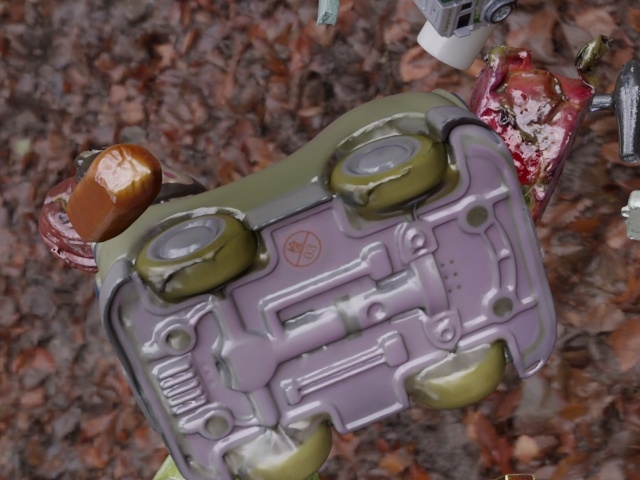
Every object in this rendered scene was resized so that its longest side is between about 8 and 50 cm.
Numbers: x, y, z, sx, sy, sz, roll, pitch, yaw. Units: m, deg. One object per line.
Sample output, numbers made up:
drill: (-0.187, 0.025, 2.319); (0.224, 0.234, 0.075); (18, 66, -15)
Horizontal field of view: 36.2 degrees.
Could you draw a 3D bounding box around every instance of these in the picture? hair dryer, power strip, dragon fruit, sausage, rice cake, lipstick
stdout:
hair dryer: (0.483, -0.220, 1.752); (0.219, 0.075, 0.195); (-5, 61, 35)
power strip: (0.529, -0.026, 1.393); (0.192, 0.081, 0.035); (8, 54, 21)
dragon fruit: (0.208, -0.112, 1.093); (0.147, 0.211, 0.282); (21, 114, 13)
sausage: (-0.124, -0.027, 0.585); (0.041, 0.039, 0.131); (61, 156, -2)
rice cake: (0.014, -0.393, 1.513); (0.042, 0.030, 0.180); (119, 161, -47)
lipstick: (0.246, -0.385, 1.293); (0.087, 0.087, 0.326); (50, 122, 32)

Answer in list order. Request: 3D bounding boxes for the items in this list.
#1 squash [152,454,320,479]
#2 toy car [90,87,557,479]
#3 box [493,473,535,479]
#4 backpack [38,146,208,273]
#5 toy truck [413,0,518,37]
squash: (-0.088, 0.252, 0.987); (0.170, 0.123, 0.170); (20, 128, 28)
toy car: (-0.004, 0.031, 0.826); (0.336, 0.242, 0.226); (-25, 25, -6)
box: (0.378, 0.595, 1.937); (0.153, 0.074, 0.239); (115, 155, -64)
backpack: (-0.273, -0.031, 1.323); (0.229, 0.229, 0.138); (32, 131, 37)
toy truck: (0.176, -0.351, 1.151); (0.114, 0.124, 0.253); (59, 162, 24)
